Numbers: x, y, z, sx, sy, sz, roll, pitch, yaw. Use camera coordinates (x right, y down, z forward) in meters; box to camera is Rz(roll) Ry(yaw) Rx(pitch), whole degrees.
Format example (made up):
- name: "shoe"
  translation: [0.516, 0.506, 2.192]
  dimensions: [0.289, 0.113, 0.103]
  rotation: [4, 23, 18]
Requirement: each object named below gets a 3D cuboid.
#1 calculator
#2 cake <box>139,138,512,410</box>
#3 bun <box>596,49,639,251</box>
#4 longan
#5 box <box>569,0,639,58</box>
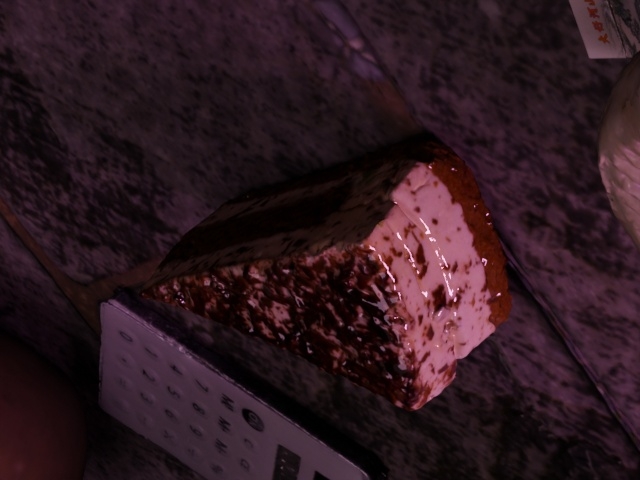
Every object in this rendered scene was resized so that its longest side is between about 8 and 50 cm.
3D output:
- name: "calculator"
  translation: [-0.067, 0.152, 1.483]
  dimensions: [0.262, 0.021, 0.161]
  rotation: [32, 144, 17]
- name: "cake"
  translation: [-0.009, -0.007, 1.185]
  dimensions: [0.246, 0.112, 0.135]
  rotation: [21, 136, 35]
- name: "bun"
  translation: [0.246, -0.023, 0.875]
  dimensions: [0.239, 0.141, 0.239]
  rotation: [41, 160, 19]
- name: "longan"
  translation: [-0.337, 0.190, 1.580]
  dimensions: [0.243, 0.300, 0.300]
  rotation: [59, 150, 19]
- name: "box"
  translation: [0.167, -0.120, 0.962]
  dimensions: [0.083, 0.024, 0.054]
  rotation: [4, 130, 43]
